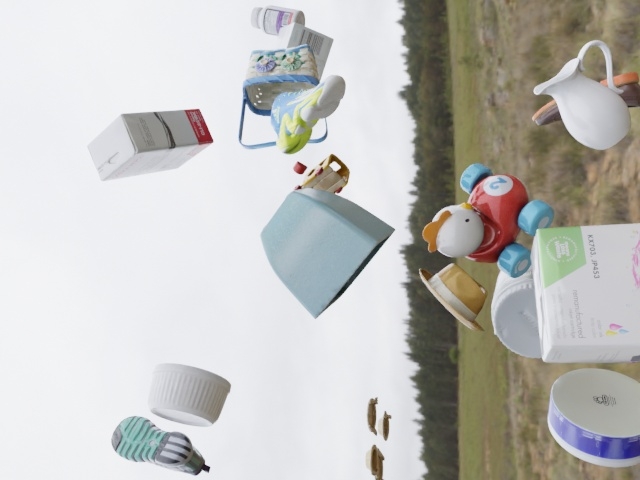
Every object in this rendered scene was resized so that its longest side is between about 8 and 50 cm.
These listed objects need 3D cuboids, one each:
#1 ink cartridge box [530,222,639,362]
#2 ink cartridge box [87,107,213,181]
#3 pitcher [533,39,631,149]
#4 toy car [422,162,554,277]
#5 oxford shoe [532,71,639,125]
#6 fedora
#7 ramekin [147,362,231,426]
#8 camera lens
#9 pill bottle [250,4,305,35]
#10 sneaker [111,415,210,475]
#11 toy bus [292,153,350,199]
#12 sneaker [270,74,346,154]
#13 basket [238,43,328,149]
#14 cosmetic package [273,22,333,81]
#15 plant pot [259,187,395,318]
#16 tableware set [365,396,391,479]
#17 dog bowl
[{"bbox_3d":[0.532,0.083,0.904,0.119,0.353,0.207,60,-151,-62],"label":"ink cartridge box"},{"bbox_3d":[-0.470,-0.268,1.590,0.273,0.197,0.114,-23,-91,-52],"label":"ink cartridge box"},{"bbox_3d":[0.617,-0.324,1.287,0.178,0.207,0.125,-45,9,14],"label":"pitcher"},{"bbox_3d":[0.322,-0.041,1.227,0.238,0.219,0.210,-5,-56,-34],"label":"toy car"},{"bbox_3d":[0.697,-0.346,1.506,0.097,0.271,0.098,-8,-97,-49],"label":"oxford shoe"},{"bbox_3d":[0.299,0.108,1.224,0.079,0.194,0.194,-48,-13,11],"label":"fedora"},{"bbox_3d":[-0.342,0.401,1.465,0.207,0.207,0.109,70,-152,-55],"label":"ramekin"},{"bbox_3d":[0.585,0.168,1.557,0.274,0.219,0.219,-40,-46,-62],"label":"camera lens"},{"bbox_3d":[-0.164,-0.835,2.179,0.108,0.193,0.108,17,-90,-72],"label":"pill bottle"},{"bbox_3d":[-0.315,0.410,1.109,0.083,0.224,0.098,-58,-47,-31],"label":"sneaker"},{"bbox_3d":[-0.003,-0.178,1.775,0.104,0.202,0.191,-75,-12,-50],"label":"toy bus"},{"bbox_3d":[-0.046,-0.307,1.282,0.091,0.240,0.126,-13,-115,-48],"label":"sneaker"},{"bbox_3d":[-0.111,-0.403,1.639,0.201,0.255,0.289,61,-155,-76],"label":"basket"},{"bbox_3d":[-0.071,-0.642,1.968,0.184,0.151,0.151,-142,69,-68],"label":"cosmetic package"},{"bbox_3d":[0.000,0.000,1.441,0.247,0.252,0.248,-52,-8,18],"label":"plant pot"},{"bbox_3d":[0.112,0.395,1.116,0.141,0.020,0.168,55,-145,-56],"label":"tableware set"},{"bbox_3d":[0.751,0.464,1.526,0.265,0.265,0.104,-56,-36,-57],"label":"dog bowl"}]
